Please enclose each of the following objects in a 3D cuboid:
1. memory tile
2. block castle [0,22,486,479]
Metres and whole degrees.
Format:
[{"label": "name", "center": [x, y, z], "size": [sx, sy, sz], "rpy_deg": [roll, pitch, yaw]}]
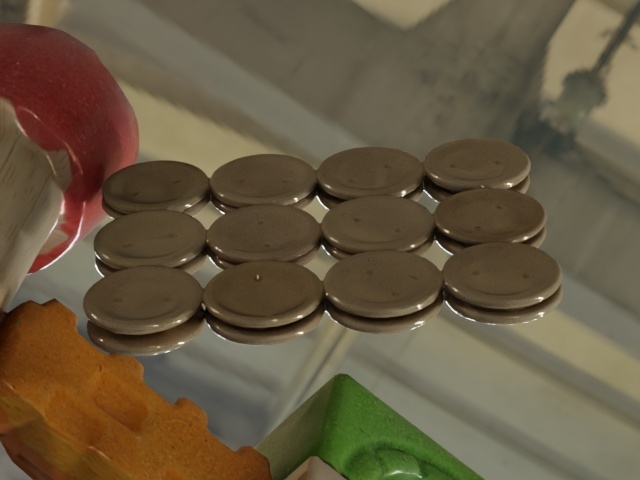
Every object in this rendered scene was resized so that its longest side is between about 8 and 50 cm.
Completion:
[{"label": "memory tile", "center": [0.000, 0.000, 0.579], "size": [0.148, 0.113, 0.012], "rpy_deg": [-4, -61, -1]}, {"label": "block castle", "center": [-0.036, 0.161, 0.700], "size": [0.453, 0.213, 0.303], "rpy_deg": [37, -61, -12]}]
